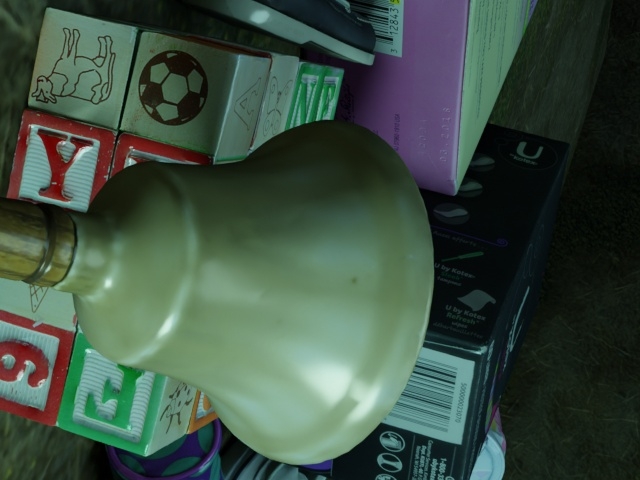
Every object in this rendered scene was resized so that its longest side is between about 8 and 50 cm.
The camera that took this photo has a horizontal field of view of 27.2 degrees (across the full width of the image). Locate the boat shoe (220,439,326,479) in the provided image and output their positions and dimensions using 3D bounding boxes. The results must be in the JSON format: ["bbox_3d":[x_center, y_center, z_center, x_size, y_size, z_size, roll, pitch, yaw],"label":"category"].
[{"bbox_3d":[-0.037,0.187,0.967,0.226,0.075,0.083,-59,159,-47],"label":"boat shoe"}]

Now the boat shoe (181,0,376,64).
[{"bbox_3d":[-0.009,-0.141,0.733,0.206,0.075,0.065,-4,112,-70],"label":"boat shoe"}]

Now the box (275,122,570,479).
[{"bbox_3d":[0.079,0.041,0.974,0.270,0.143,0.165,-58,159,-50],"label":"box"}]

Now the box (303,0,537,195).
[{"bbox_3d":[0.082,-0.199,0.936,0.213,0.117,0.243,88,23,-50],"label":"box"}]

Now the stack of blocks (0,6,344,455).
[{"bbox_3d":[-0.050,-0.015,0.676,0.297,0.087,0.171,-15,119,-74],"label":"stack of blocks"}]

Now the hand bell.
[{"bbox_3d":[-0.092,0.002,0.401,0.242,0.126,0.126,11,96,-42],"label":"hand bell"}]

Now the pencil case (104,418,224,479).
[{"bbox_3d":[-0.082,0.146,0.774,0.070,0.064,0.152,-48,155,-27],"label":"pencil case"}]

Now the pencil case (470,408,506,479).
[{"bbox_3d":[0.083,0.112,1.126,0.113,0.124,0.273,-55,-163,29],"label":"pencil case"}]
